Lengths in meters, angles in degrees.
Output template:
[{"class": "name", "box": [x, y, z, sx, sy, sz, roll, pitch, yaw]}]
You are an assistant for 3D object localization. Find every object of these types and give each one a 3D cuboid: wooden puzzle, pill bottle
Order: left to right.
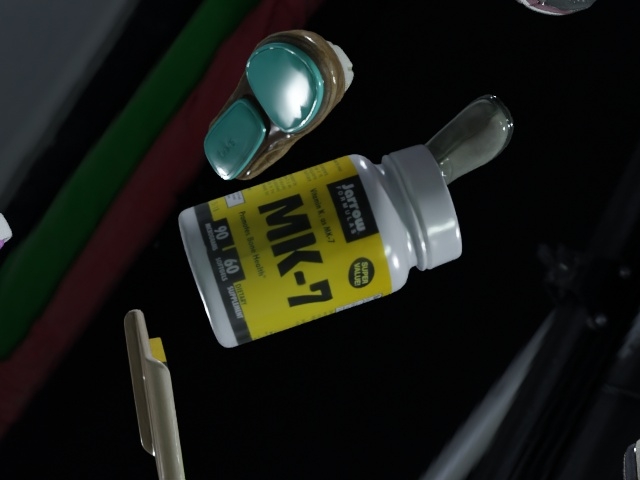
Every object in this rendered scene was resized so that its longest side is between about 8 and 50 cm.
[{"class": "wooden puzzle", "box": [-0.210, 0.223, 1.505, 0.238, 0.044, 0.221, -143, -135, -68]}, {"class": "pill bottle", "box": [0.000, 0.000, 0.930, 0.208, 0.119, 0.119, -19, -143, -4]}]

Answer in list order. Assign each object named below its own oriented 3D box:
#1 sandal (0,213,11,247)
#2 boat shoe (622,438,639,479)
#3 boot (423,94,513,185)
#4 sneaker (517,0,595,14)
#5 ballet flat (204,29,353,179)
[{"class": "sandal", "box": [-0.425, 0.088, 1.066, 0.169, 0.102, 0.416, -31, -173, 41]}, {"class": "boat shoe", "box": [0.275, 0.272, 0.979, 0.065, 0.075, 0.206, -24, -124, 36]}, {"class": "boot", "box": [0.162, -0.101, 1.642, 0.161, 0.083, 0.246, -37, 177, -41]}, {"class": "sneaker", "box": [0.230, -0.303, 1.089, 0.162, 0.281, 0.106, 13, -102, 49]}, {"class": "ballet flat", "box": [-0.033, -0.167, 1.337, 0.124, 0.116, 0.342, -31, 175, -28]}]
